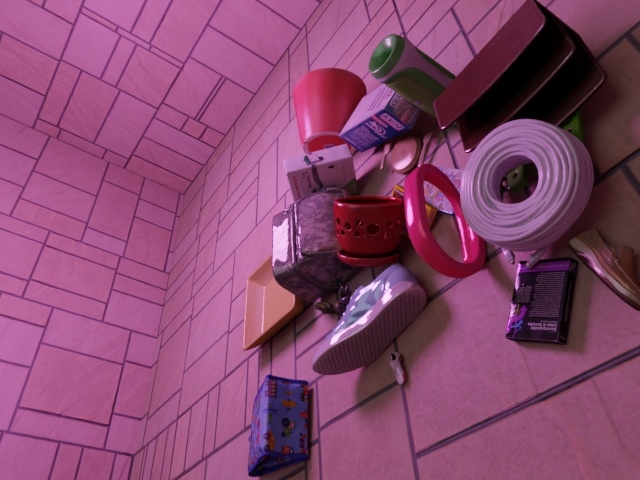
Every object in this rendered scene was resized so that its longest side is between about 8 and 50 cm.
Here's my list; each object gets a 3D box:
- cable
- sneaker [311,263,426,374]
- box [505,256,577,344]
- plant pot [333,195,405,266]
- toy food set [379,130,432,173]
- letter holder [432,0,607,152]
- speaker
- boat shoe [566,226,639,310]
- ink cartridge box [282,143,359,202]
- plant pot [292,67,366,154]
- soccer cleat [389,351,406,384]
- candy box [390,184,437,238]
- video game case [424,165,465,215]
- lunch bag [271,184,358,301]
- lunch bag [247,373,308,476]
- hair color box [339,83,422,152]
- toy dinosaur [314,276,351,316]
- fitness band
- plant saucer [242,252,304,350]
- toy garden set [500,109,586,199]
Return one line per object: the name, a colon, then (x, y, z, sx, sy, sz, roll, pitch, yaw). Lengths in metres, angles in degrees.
cable: (0.390, -0.108, 1.025, 0.257, 0.089, 0.257, -53, 45, 26)
sneaker: (0.113, 0.204, 1.353, 0.366, 0.135, 0.150, -41, 33, 18)
box: (0.416, 0.114, 0.992, 0.116, 0.029, 0.162, -10, 58, 59)
plant pot: (0.132, -0.026, 1.405, 0.191, 0.191, 0.173, 18, 113, 62)
toy food set: (0.262, -0.260, 1.565, 0.192, 0.039, 0.132, 12, 86, 57)
letter holder: (0.409, -0.312, 1.120, 0.302, 0.152, 0.214, -47, 29, 38)
speaker: (0.273, -0.413, 1.376, 0.131, 0.297, 0.131, -41, 36, 39)
boat shoe: (0.495, 0.036, 0.883, 0.072, 0.068, 0.190, -42, 33, 17)
ink cartridge box: (0.001, -0.205, 1.720, 0.220, 0.160, 0.092, -15, 40, 0)
plant pot: (0.032, -0.435, 1.888, 0.275, 0.275, 0.243, -28, 55, 49)
soccer cleat: (0.181, 0.301, 1.244, 0.029, 0.036, 0.083, -43, 35, 36)
candy box: (0.241, -0.073, 1.433, 0.206, 0.027, 0.105, -130, 54, -60)
video game case: (0.321, -0.133, 1.371, 0.119, 0.015, 0.166, -64, 28, 1)
lunch bag: (0.000, 0.000, 1.638, 0.256, 0.213, 0.305, -27, 44, 27)
lunch bag: (-0.156, 0.558, 1.551, 0.293, 0.138, 0.220, -49, 33, 46)
hair color box: (0.198, -0.395, 1.612, 0.173, 0.105, 0.347, -59, 15, -11)
toy dinosaur: (0.069, 0.174, 1.491, 0.268, 0.064, 0.118, 8, 116, 57)
fitness band: (0.277, -0.046, 1.168, 0.054, 0.209, 0.290, -38, 38, 40)
plant saucer: (-0.156, 0.194, 1.874, 0.333, 0.081, 0.332, -43, 35, 35)
toy garden set: (0.465, -0.204, 1.144, 0.244, 0.049, 0.203, -37, 34, 50)
